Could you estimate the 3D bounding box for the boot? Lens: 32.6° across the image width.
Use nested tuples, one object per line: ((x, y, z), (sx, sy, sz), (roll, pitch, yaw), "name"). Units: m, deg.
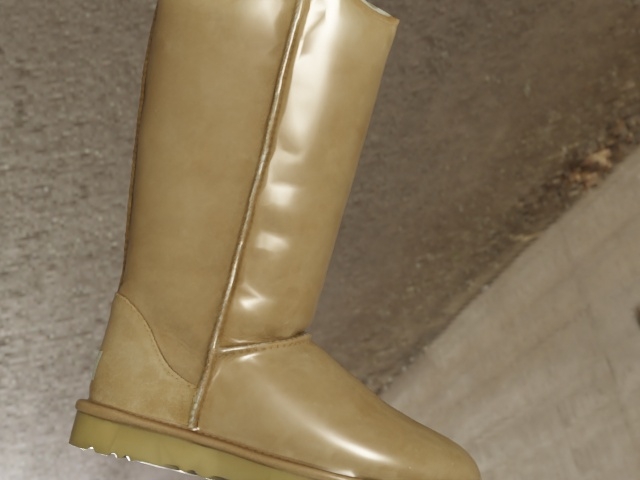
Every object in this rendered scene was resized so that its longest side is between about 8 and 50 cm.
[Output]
((0.000, 0.000, 0.585), (0.236, 0.270, 0.089), (14, 172, -4), "boot")
